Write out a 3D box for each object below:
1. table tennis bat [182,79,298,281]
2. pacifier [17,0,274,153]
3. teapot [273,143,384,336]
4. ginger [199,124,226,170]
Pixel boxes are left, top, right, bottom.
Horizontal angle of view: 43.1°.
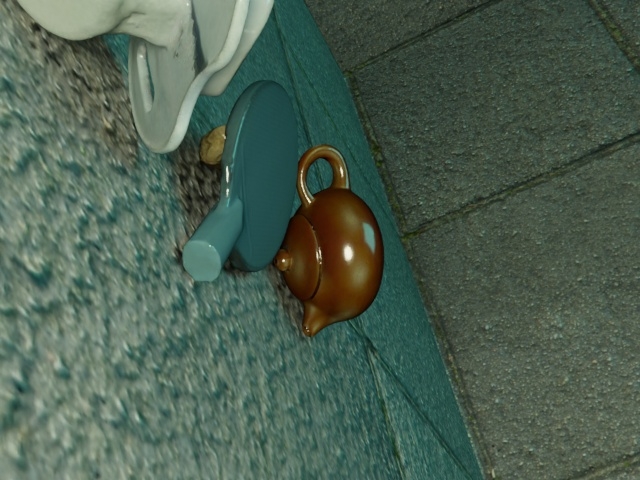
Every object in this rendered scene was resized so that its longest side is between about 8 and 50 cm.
[{"bbox_3d":[-0.077,-0.054,0.895,0.329,0.044,0.215,-63,156,-59],"label":"table tennis bat"},{"bbox_3d":[-0.160,-0.211,0.693,0.207,0.279,0.228,-2,63,-33],"label":"pacifier"},{"bbox_3d":[0.000,0.000,1.070,0.178,0.135,0.252,4,-81,59],"label":"teapot"},{"bbox_3d":[-0.105,-0.105,0.982,0.173,0.069,0.051,-6,90,-75],"label":"ginger"}]
